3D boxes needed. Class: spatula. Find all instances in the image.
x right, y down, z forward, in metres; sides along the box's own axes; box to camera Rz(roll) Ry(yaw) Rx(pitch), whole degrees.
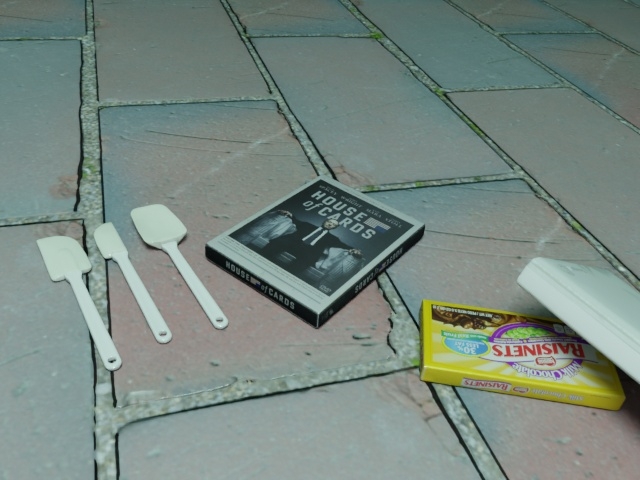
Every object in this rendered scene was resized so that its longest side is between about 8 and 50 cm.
[{"bbox_3d":[-0.215,0.040,0.709,0.168,0.019,0.242,-17,43,-29],"label":"spatula"}]

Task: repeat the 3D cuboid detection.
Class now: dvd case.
[{"bbox_3d":[0.000,0.000,0.787,0.179,0.030,0.238,29,43,26],"label":"dvd case"}]

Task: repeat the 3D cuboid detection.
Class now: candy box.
[{"bbox_3d":[0.211,0.120,0.661,0.205,0.027,0.105,8,40,2],"label":"candy box"}]

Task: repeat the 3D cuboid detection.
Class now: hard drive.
[{"bbox_3d":[0.363,0.127,0.604,0.202,0.040,0.307,9,28,-43],"label":"hard drive"}]
